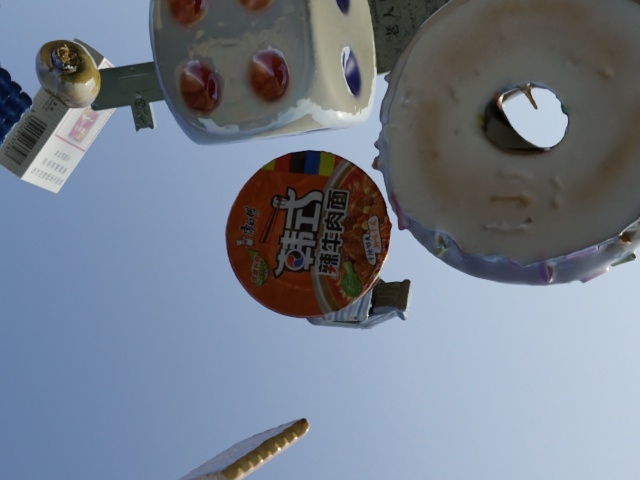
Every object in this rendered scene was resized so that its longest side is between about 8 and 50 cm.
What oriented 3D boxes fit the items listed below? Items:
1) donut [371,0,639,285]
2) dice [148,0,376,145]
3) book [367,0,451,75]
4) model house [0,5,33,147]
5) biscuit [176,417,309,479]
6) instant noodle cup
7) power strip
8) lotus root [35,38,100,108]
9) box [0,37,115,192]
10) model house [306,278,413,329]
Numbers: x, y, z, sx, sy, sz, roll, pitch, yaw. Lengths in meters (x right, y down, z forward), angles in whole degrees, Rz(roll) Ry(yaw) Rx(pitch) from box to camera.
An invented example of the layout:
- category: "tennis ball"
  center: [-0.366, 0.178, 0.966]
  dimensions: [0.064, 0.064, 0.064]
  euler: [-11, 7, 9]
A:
- category: "donut"
  center: [0.249, -0.123, 1.055]
  dimensions: [0.382, 0.383, 0.142]
  euler: [42, -172, 27]
- category: "dice"
  center: [-0.082, -0.316, 1.464]
  dimensions: [0.276, 0.305, 0.304]
  euler: [-5, -174, 20]
- category: "book"
  center: [0.101, -0.470, 1.870]
  dimensions: [0.388, 0.269, 0.032]
  euler: [-16, -166, -9]
- category: "model house"
  center: [-0.522, -0.213, 1.202]
  dimensions: [0.252, 0.329, 0.295]
  euler: [50, 173, -37]
- category: "biscuit"
  center: [-0.125, 0.324, 1.337]
  dimensions: [0.160, 0.249, 0.030]
  euler: [-27, -95, -35]
- category: "instant noodle cup"
  center: [0.000, 0.000, 1.420]
  dimensions: [0.250, 0.250, 0.192]
  euler: [32, -179, 14]
- category: "power strip"
  center: [-0.390, -0.309, 1.970]
  dimensions: [0.215, 0.145, 0.061]
  euler: [-9, -163, 4]
- category: "lotus root"
  center: [-0.498, -0.333, 1.799]
  dimensions: [0.125, 0.221, 0.118]
  euler: [20, -105, -1]
- category: "box"
  center: [-0.586, -0.281, 2.097]
  dimensions: [0.095, 0.330, 0.210]
  euler: [33, 178, 8]
- category: "model house"
  center: [0.053, 0.087, 1.595]
  dimensions: [0.229, 0.188, 0.122]
  euler: [8, -102, -21]
